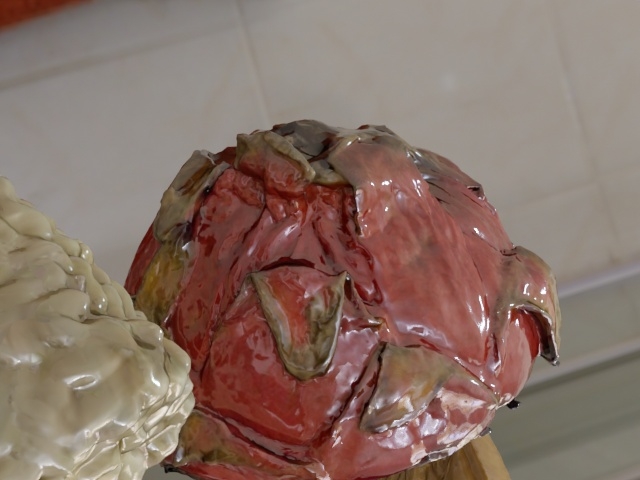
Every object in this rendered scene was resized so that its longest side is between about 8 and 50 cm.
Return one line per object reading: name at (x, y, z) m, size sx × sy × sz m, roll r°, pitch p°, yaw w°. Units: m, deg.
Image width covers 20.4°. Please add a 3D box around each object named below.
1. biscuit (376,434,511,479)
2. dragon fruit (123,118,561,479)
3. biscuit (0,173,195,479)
biscuit at (0.047, 0.126, 1.043) m, size 0.250 × 0.035 × 0.162 m, roll -157°, pitch -108°, yaw -63°
dragon fruit at (-0.003, 0.002, 0.849) m, size 0.218 × 0.224 × 0.148 m, roll -110°, pitch -170°, yaw -64°
biscuit at (-0.105, 0.004, 0.415) m, size 0.168 × 0.082 × 0.070 m, roll 42°, pitch -26°, yaw 20°
